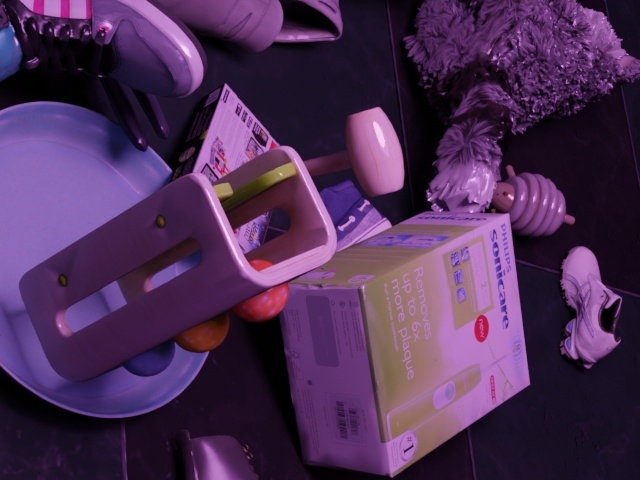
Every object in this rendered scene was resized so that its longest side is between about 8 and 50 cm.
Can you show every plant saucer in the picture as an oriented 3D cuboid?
[{"bbox_3d":[-0.233,0.021,1.509,0.318,0.044,0.317,23,54,-37],"label":"plant saucer"}]

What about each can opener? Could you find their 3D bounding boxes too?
[{"bbox_3d":[-0.204,-0.172,1.585,0.186,0.059,0.073,55,9,19],"label":"can opener"}]

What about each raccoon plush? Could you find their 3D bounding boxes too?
[{"bbox_3d":[0.254,-0.156,2.025,0.299,0.216,0.446,39,62,-38],"label":"raccoon plush"}]

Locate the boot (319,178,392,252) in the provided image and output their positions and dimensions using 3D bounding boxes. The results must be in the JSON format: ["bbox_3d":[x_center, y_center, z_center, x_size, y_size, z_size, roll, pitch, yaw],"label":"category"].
[{"bbox_3d":[0.000,0.000,1.751,0.086,0.069,0.190,49,39,5],"label":"boot"}]

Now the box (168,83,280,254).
[{"bbox_3d":[-0.096,-0.065,1.655,0.114,0.036,0.207,49,29,-23],"label":"box"}]

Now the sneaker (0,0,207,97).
[{"bbox_3d":[-0.268,-0.179,1.465,0.295,0.124,0.178,26,51,11],"label":"sneaker"}]

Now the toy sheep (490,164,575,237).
[{"bbox_3d":[0.270,-0.046,2.025,0.132,0.091,0.091,13,59,-20],"label":"toy sheep"}]

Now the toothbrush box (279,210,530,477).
[{"bbox_3d":[0.094,0.102,1.694,0.283,0.122,0.206,-24,110,-50],"label":"toothbrush box"}]

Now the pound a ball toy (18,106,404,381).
[{"bbox_3d":[-0.082,0.016,1.391,0.208,0.319,0.135,-21,86,-49],"label":"pound a ball toy"}]

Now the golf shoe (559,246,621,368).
[{"bbox_3d":[0.360,0.078,2.052,0.069,0.086,0.176,26,52,-32],"label":"golf shoe"}]

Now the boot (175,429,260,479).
[{"bbox_3d":[-0.052,0.257,1.552,0.198,0.077,0.137,16,54,-41],"label":"boot"}]

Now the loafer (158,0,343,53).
[{"bbox_3d":[-0.085,-0.265,1.757,0.319,0.112,0.111,-12,70,-48],"label":"loafer"}]
